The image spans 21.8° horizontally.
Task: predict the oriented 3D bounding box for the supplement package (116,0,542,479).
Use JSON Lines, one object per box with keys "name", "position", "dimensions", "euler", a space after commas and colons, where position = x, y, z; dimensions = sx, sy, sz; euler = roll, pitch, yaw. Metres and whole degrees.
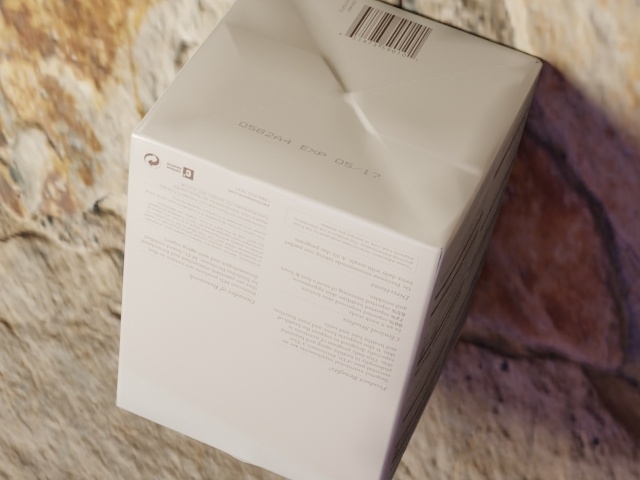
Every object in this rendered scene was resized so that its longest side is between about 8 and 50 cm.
{"name": "supplement package", "position": [0.000, 0.000, 1.101], "dimensions": [0.199, 0.198, 0.262], "euler": [21, 137, 11]}
